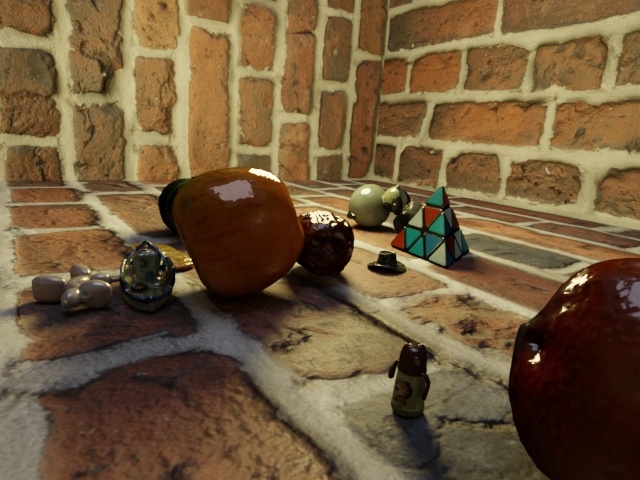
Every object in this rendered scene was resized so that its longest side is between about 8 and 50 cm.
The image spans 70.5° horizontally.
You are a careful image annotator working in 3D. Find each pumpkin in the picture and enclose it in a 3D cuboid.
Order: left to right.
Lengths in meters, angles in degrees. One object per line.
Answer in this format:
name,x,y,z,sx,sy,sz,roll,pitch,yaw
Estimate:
pumpkin,-0.391,-0.114,1.535,0.300,0.207,0.300,1,28,-1

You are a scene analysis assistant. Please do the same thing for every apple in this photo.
apple,-0.171,-0.026,1.011,0.275,0.299,0.299,-20,20,-15

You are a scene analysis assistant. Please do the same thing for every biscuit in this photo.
biscuit,-0.432,0.040,1.239,0.118,0.029,0.247,-8,18,-42

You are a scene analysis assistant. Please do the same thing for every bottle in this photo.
bottle,0.123,0.189,0.626,0.063,0.101,0.047,10,15,24

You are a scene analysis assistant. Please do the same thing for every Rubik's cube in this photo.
Rubik's cube,0.350,0.023,1.458,0.250,0.284,0.234,-18,31,14

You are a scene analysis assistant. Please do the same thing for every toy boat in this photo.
toy boat,-0.377,0.060,0.987,0.114,0.115,0.262,-1,14,-23

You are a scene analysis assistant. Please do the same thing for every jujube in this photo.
jujube,0.000,0.000,1.211,0.183,0.183,0.243,2,3,-9

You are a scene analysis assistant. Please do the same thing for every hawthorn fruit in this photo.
hawthorn fruit,0.366,0.158,0.490,0.311,0.295,0.295,6,14,3

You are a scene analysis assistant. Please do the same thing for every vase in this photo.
vase,0.370,-0.097,1.909,0.115,0.115,0.237,9,18,19

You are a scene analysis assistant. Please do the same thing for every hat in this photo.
hat,0.195,0.057,1.310,0.121,0.050,0.121,6,11,-1

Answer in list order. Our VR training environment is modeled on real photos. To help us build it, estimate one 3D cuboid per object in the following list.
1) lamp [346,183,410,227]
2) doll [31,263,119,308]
lamp,0.233,-0.147,1.852,0.243,0.198,0.197,-8,5,33
doll,-0.489,0.098,0.920,0.160,0.059,0.161,7,13,16
